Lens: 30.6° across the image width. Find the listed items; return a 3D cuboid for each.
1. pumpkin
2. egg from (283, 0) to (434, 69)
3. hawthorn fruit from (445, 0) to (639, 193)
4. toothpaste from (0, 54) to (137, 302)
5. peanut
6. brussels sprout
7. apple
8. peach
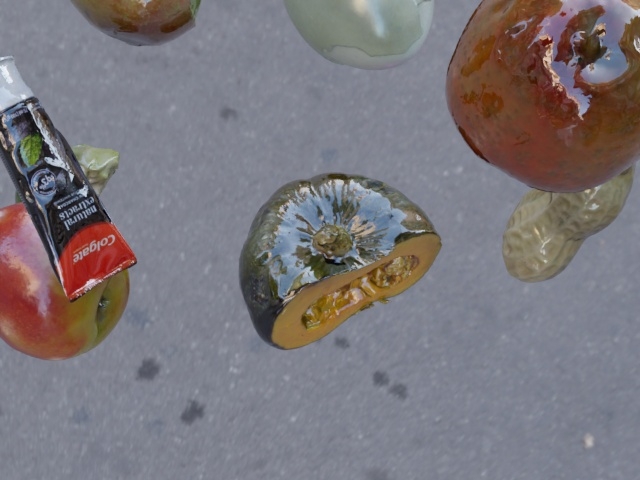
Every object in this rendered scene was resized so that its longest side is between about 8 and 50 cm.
[{"bbox_3d":[0.000,0.000,1.836,0.325,0.242,0.232,-29,66,-14],"label":"pumpkin"},{"bbox_3d":[0.075,-0.456,2.152,0.278,0.278,0.336,-13,63,-21],"label":"egg"},{"bbox_3d":[0.290,-0.196,1.335,0.277,0.298,0.277,0,83,0],"label":"hawthorn fruit"},{"bbox_3d":[-0.214,-0.051,0.925,0.071,0.045,0.193,-32,99,-37],"label":"toothpaste"},{"bbox_3d":[0.385,-0.053,1.814,0.120,0.298,0.136,1,52,-36],"label":"peanut"},{"bbox_3d":[-0.340,-0.071,1.573,0.100,0.181,0.139,39,37,2],"label":"brussels sprout"},{"bbox_3d":[-0.245,-0.345,1.502,0.174,0.188,0.207,-37,98,11],"label":"apple"},{"bbox_3d":[-0.333,0.046,1.415,0.192,0.190,0.190,29,56,21],"label":"peach"}]
